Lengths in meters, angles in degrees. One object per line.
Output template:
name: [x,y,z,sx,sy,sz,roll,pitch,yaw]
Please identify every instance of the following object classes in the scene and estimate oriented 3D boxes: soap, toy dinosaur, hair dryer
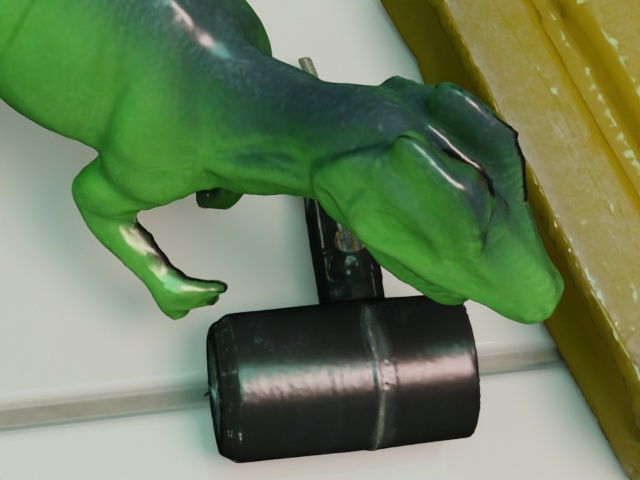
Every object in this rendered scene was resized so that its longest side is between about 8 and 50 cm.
soap: [0.179,-0.049,0.667,0.199,0.091,0.315,-22,75,-15]
toy dinosaur: [-0.142,-0.161,0.484,0.144,0.374,0.500,-49,126,-24]
hair dryer: [0.000,0.000,0.638,0.124,0.071,0.219,-3,64,-9]
